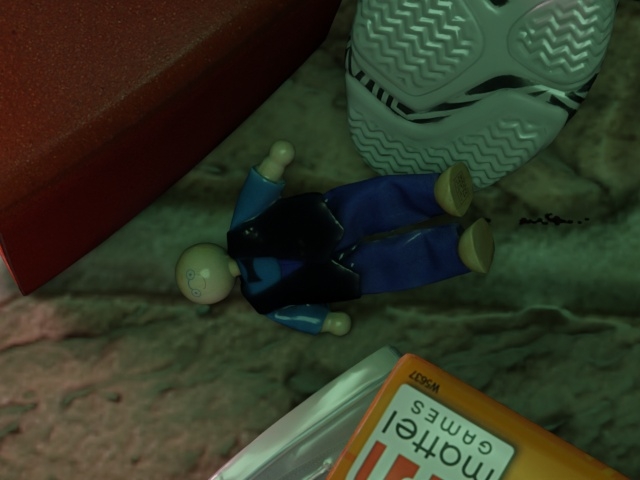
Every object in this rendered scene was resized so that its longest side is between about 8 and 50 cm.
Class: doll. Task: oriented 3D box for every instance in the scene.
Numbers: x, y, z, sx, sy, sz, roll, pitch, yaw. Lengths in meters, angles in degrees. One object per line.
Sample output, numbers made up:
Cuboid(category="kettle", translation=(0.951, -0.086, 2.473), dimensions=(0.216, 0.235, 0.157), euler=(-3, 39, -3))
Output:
Cuboid(category="doll", translation=(0.000, 0.000, 1.002), dimensions=(0.189, 0.046, 0.129), euler=(-14, 112, 23))

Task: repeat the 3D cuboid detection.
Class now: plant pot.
Cuboid(category="plant pot", translation=(-0.129, -0.155, 0.947), dimensions=(0.236, 0.267, 0.267), euler=(-28, 85, -10))

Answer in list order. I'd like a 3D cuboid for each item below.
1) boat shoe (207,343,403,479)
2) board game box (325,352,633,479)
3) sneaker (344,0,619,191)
Cuboid(category="boat shoe", translation=(-0.013, 0.138, 1.011), dimensions=(0.184, 0.066, 0.063), euler=(-37, 84, -8))
Cuboid(category="board game box", translation=(0.105, 0.318, 0.802), dimensions=(0.356, 0.356, 0.356), euler=(30, 80, 11))
Cuboid(category="sneaker", translation=(0.134, -0.203, 0.983), dimensions=(0.137, 0.210, 0.366), euler=(26, 123, 6))
